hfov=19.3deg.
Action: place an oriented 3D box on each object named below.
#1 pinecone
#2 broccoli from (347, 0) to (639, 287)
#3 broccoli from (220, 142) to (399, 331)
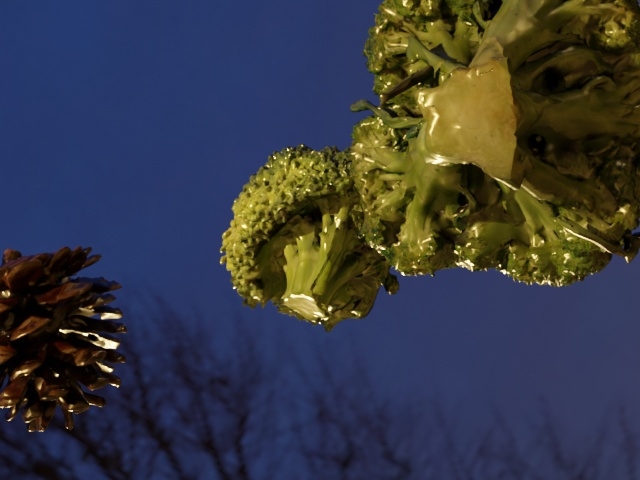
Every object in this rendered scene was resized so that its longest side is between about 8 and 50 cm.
[{"bbox_3d":[-0.286,0.100,1.915,0.208,0.208,0.207,-40,-35,-37],"label":"pinecone"},{"bbox_3d":[0.152,-0.109,1.647,0.283,0.304,0.321,-9,-94,-73],"label":"broccoli"},{"bbox_3d":[0.001,-0.003,1.961,0.226,0.198,0.176,169,114,-70],"label":"broccoli"}]
